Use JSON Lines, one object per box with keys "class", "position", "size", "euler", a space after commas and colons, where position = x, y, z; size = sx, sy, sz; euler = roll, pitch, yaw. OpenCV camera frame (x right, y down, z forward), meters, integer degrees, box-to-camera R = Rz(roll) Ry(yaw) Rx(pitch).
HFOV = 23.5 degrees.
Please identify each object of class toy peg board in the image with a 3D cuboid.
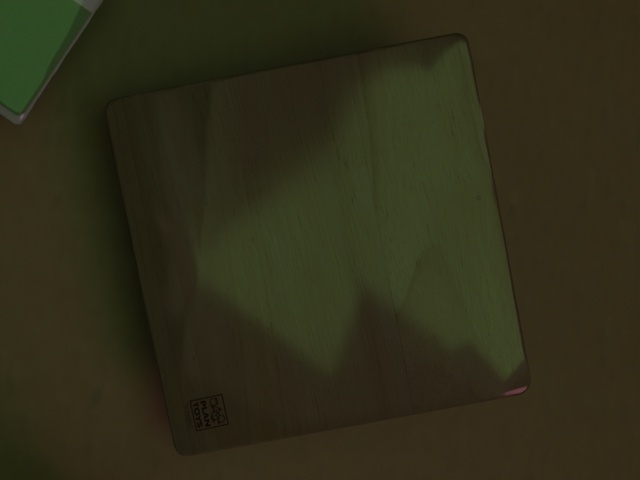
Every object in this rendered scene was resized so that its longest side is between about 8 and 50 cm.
{"class": "toy peg board", "position": [0.000, 0.000, 0.708], "size": [0.160, 0.079, 0.161], "euler": [-11, 94, 2]}

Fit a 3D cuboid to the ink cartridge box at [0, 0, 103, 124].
{"class": "ink cartridge box", "position": [-0.135, -0.193, 0.665], "size": [0.171, 0.056, 0.235], "euler": [34, 87, -13]}
